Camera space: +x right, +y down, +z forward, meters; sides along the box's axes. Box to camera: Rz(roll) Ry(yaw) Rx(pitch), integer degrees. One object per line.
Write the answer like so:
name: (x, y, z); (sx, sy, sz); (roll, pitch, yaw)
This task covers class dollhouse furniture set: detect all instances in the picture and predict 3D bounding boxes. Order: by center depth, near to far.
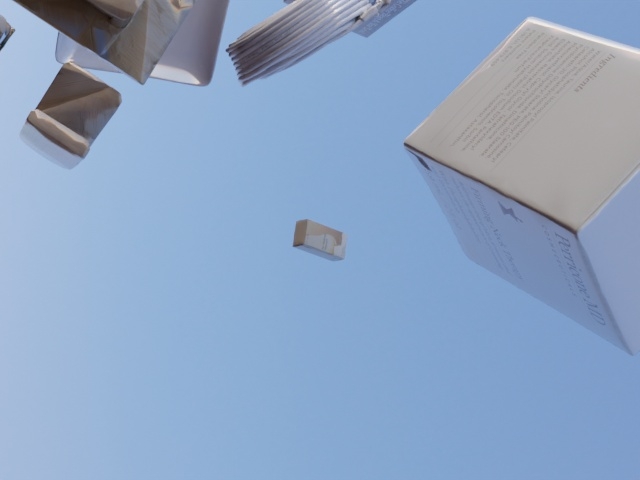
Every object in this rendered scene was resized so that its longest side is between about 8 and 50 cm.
dollhouse furniture set: (-0.341, -0.326, 1.032); (0.362, 0.394, 0.256); (-61, -162, -12)

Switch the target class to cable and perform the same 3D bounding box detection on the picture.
cable: (-0.038, -0.351, 1.556); (0.089, 0.257, 0.257); (60, -23, -12)

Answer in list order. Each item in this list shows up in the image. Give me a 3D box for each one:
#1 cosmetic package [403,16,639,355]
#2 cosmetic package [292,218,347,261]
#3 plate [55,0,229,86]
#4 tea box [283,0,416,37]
cosmetic package: (0.415, -0.100, 1.499); (0.327, 0.329, 0.393); (-45, -139, -9)
cosmetic package: (0.000, 0.000, 1.962); (0.041, 0.115, 0.060); (-13, -115, 49)
plate: (-0.295, -0.415, 1.591); (0.045, 0.277, 0.277); (-115, -143, -54)
tea box: (0.103, -0.639, 1.935); (0.329, 0.219, 0.324); (172, -63, -74)
